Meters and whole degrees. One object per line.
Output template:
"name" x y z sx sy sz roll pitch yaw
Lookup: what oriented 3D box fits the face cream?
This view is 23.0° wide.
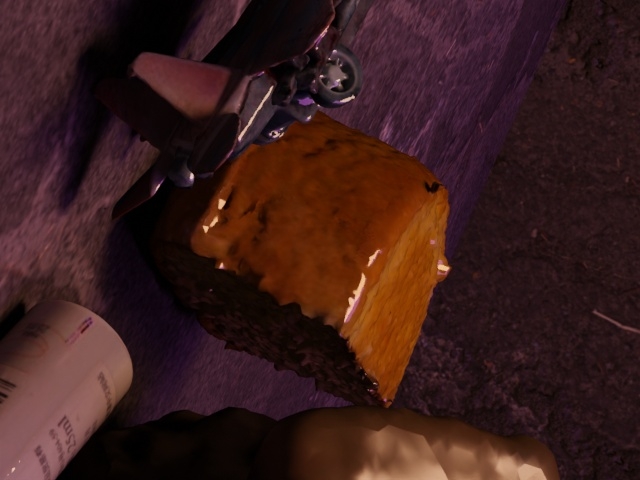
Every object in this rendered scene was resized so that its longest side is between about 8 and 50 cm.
"face cream" -0.204 0.140 0.872 0.269 0.082 0.082 -52 164 -46

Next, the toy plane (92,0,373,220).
"toy plane" -0.009 -0.143 0.960 0.326 0.104 0.223 -50 -165 -30

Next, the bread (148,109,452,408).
"bread" 0.000 0.000 1.187 0.179 0.194 0.340 -60 164 -13

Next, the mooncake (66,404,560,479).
"mooncake" -0.022 0.226 1.085 0.393 0.246 0.394 -61 -148 25
